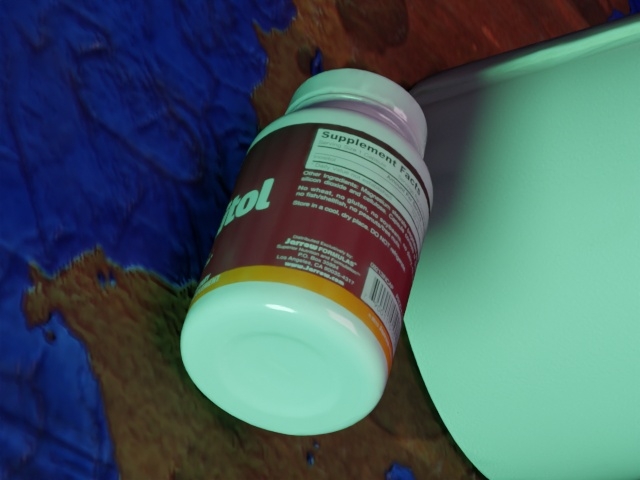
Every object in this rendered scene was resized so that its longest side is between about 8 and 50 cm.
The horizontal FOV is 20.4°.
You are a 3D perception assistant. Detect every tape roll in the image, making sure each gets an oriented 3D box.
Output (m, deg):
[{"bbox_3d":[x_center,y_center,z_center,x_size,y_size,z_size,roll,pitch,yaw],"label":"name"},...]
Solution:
[{"bbox_3d":[0.167,0.005,0.948,0.246,0.169,0.246,31,52,-50],"label":"tape roll"}]

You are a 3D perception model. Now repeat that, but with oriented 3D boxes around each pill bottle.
[{"bbox_3d":[0.000,0.000,0.752,0.086,0.086,0.152,54,36,-33],"label":"pill bottle"}]
